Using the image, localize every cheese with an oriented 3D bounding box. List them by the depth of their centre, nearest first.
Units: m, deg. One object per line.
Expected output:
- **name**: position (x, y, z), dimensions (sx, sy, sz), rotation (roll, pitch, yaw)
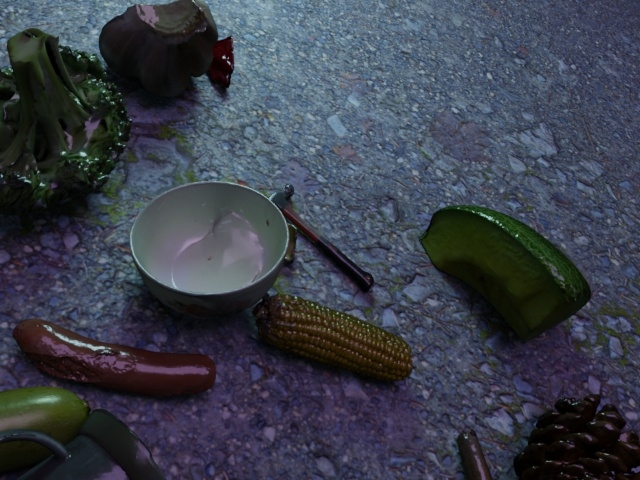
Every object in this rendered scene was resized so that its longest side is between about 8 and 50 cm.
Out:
- **cheese**: position (-0.074, 0.001, 1.407), dimensions (0.060, 0.041, 0.084), rotation (16, 78, -1)

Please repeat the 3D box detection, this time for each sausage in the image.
- **sausage**: position (-0.331, 0.197, 1.119), dimensions (0.327, 0.079, 0.087), rotation (14, 61, -13)

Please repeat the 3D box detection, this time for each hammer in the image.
- **hammer**: position (0.000, 0.000, 1.451), dimensions (0.288, 0.033, 0.111), rotation (41, 48, 8)

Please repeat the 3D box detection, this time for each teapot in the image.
- **teapot**: position (-0.375, 0.368, 0.864), dimensions (0.337, 0.200, 0.270), rotation (-35, 117, -37)

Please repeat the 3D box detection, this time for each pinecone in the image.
- **pinecone**: position (0.469, 0.410, 1.232), dimensions (0.244, 0.244, 0.309), rotation (35, 37, 4)

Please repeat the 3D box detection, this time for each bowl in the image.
- **bowl**: position (-0.196, 0.033, 1.242), dimensions (0.277, 0.145, 0.277), rotation (3, 48, -4)

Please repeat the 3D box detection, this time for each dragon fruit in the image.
- **dragon fruit**: position (-0.244, -0.416, 1.638), dimensions (0.063, 0.097, 0.131), rotation (2, 74, -19)

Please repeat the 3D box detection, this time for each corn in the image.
- **corn**: position (0.025, 0.180, 1.277), dimensions (0.318, 0.115, 0.115), rotation (19, 49, -10)

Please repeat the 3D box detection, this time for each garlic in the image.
- **garlic**: position (-0.341, -0.431, 1.506), dimensions (0.210, 0.292, 0.237), rotation (38, 73, -5)

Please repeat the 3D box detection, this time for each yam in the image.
- **yam**: position (0.294, 0.463, 1.224), dimensions (0.046, 0.046, 0.264), rotation (2, 54, -24)

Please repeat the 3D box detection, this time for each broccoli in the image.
- **broccoli**: position (-0.516, -0.211, 1.227), dimensions (0.249, 0.302, 0.375), rotation (4, 47, 28)

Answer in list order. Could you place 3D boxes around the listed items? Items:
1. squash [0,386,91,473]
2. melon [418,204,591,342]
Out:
- **squash**: position (-0.427, 0.265, 0.998), dimensions (0.187, 0.123, 0.123), rotation (-9, 59, -33)
- **melon**: position (0.386, 0.049, 1.487), dimensions (0.343, 0.226, 0.331), rotation (54, 13, 19)
